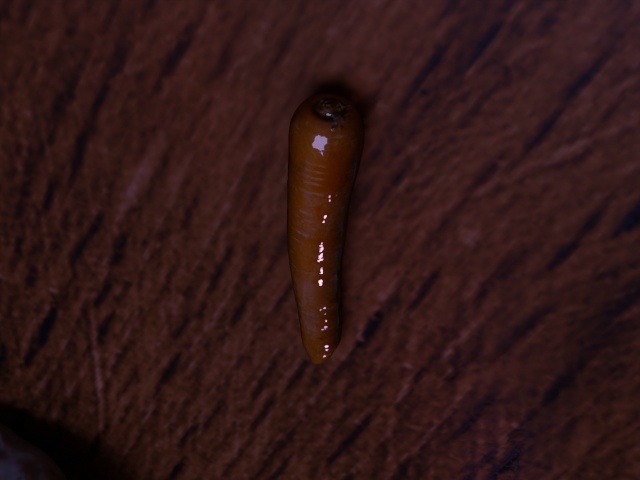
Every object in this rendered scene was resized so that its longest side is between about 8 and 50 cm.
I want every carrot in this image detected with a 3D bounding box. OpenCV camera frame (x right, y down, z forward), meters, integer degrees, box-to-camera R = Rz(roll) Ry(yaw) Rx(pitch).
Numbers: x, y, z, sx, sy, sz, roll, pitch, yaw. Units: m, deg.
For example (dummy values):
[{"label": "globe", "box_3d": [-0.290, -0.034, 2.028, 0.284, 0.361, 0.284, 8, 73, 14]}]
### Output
[{"label": "carrot", "box_3d": [0.000, 0.000, 0.751, 0.037, 0.037, 0.190, 15, 139, 11]}]

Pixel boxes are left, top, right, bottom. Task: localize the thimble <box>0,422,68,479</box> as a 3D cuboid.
[{"label": "thimble", "box_3d": [-0.296, 0.245, 0.952, 0.291, 0.291, 0.195, 18, 137, 8]}]
